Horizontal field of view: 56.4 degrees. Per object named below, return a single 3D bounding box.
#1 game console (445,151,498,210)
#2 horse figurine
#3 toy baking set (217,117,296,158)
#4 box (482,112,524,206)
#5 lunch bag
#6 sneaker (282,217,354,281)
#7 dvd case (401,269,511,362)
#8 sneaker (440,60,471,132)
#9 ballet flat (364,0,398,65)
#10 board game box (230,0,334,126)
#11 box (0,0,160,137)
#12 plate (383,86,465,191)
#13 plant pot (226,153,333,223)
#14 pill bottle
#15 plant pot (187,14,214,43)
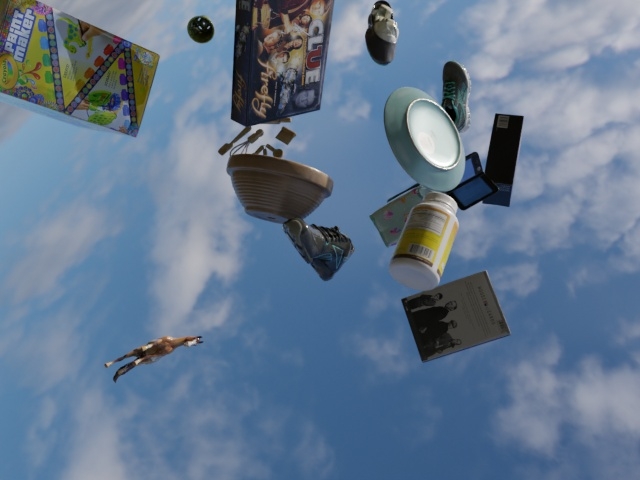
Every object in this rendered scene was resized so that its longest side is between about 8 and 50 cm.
[{"bbox_3d":[0.391,-0.157,1.570,0.122,0.107,0.071,-29,-152,-10],"label":"game console"},{"bbox_3d":[-0.469,0.311,1.631,0.263,0.066,0.174,-29,172,33],"label":"horse figurine"},{"bbox_3d":[-0.209,-0.335,1.962,0.256,0.030,0.196,9,-117,20],"label":"toy baking set"},{"bbox_3d":[0.622,-0.272,2.041,0.103,0.184,0.261,10,-107,15],"label":"box"},{"bbox_3d":[0.329,-0.107,2.078,0.223,0.160,0.262,-30,179,33],"label":"lunch bag"},{"bbox_3d":[0.000,0.000,1.271,0.106,0.267,0.101,-36,-113,2],"label":"sneaker"},{"bbox_3d":[0.352,0.200,1.571,0.239,0.029,0.179,-20,-109,10],"label":"dvd case"},{"bbox_3d":[0.303,-0.323,1.359,0.065,0.166,0.076,-1,-163,39],"label":"sneaker"},{"bbox_3d":[0.134,-0.460,1.293,0.074,0.074,0.203,-24,-139,26],"label":"ballet flat"},{"bbox_3d":[-0.055,-0.307,0.908,0.042,0.243,0.165,32,-140,33],"label":"board game box"},{"bbox_3d":[-0.528,-0.340,1.195,0.290,0.279,0.176,17,-89,49],"label":"box"},{"bbox_3d":[0.179,-0.170,0.975,0.024,0.188,0.188,-26,-146,47],"label":"plate"},{"bbox_3d":[-0.097,-0.100,1.299,0.237,0.237,0.109,4,-102,48],"label":"plant pot"},{"bbox_3d":[0.240,-0.002,1.353,0.117,0.117,0.214,-3,-129,44],"label":"pill bottle"},{"bbox_3d":[-0.365,-0.664,1.852,0.083,0.083,0.079,-30,-150,18],"label":"plant pot"}]
